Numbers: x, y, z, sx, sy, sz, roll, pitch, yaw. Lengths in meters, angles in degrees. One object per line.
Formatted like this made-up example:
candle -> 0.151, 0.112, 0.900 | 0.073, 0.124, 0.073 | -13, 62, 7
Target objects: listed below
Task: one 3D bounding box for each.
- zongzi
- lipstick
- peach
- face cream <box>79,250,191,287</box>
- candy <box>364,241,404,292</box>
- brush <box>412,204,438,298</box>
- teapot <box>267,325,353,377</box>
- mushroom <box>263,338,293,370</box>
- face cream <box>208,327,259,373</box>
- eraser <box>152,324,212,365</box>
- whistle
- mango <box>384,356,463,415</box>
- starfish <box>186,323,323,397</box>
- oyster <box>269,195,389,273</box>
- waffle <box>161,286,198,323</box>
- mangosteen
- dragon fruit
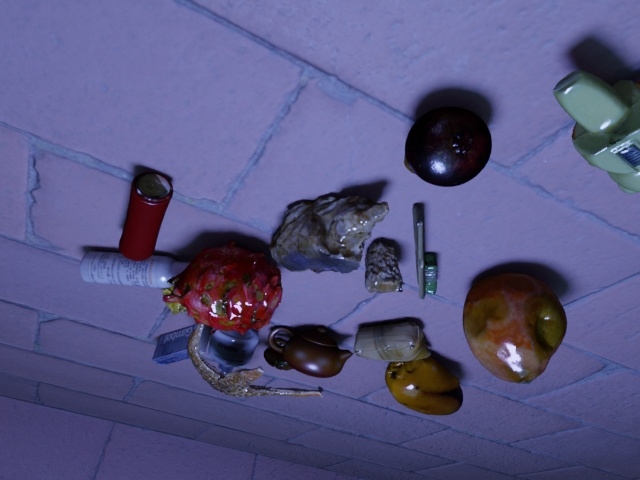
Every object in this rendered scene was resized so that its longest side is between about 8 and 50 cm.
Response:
zongzi -> 0.205, 0.299, 1.335 | 0.195, 0.099, 0.197 | -10, 147, 22
lipstick -> -0.365, -0.043, 0.987 | 0.080, 0.080, 0.241 | 21, 142, -17
peach -> 0.421, 0.193, 1.035 | 0.215, 0.235, 0.214 | 3, 153, 2
face cream -> -0.436, 0.073, 1.154 | 0.269, 0.081, 0.082 | 5, 143, 5
candy -> 0.133, 0.064, 1.015 | 0.085, 0.110, 0.095 | 1, 155, -6
brush -> 0.221, 0.033, 1.003 | 0.048, 0.054, 0.282 | -10, 141, 8
teapot -> -0.032, 0.306, 1.372 | 0.252, 0.135, 0.178 | 18, 176, 15
mushroom -> -0.114, 0.360, 1.474 | 0.126, 0.084, 0.109 | 4, 145, 31
face cream -> -0.280, 0.346, 1.497 | 0.144, 0.070, 0.291 | 15, 142, -6
eraser -> -0.432, 0.323, 1.481 | 0.213, 0.091, 0.046 | -22, 133, 32
whistle -> 0.431, -0.151, 0.672 | 0.289, 0.106, 0.131 | 26, 142, -25
mango -> 0.312, 0.435, 1.445 | 0.287, 0.152, 0.201 | 31, 132, -31
starfish -> -0.214, 0.369, 1.328 | 0.384, 0.132, 0.398 | -6, 135, 33
oyster -> 0.000, 0.005, 0.956 | 0.342, 0.110, 0.166 | -10, 136, 43
waffle -> -0.291, 0.167, 1.276 | 0.250, 0.056, 0.261 | 3, 141, 5
mangosteen -> 0.188, -0.141, 0.735 | 0.140, 0.140, 0.140 | 5, 143, 4
dragon fruit -> -0.215, 0.104, 1.063 | 0.269, 0.209, 0.205 | -2, 170, 7
